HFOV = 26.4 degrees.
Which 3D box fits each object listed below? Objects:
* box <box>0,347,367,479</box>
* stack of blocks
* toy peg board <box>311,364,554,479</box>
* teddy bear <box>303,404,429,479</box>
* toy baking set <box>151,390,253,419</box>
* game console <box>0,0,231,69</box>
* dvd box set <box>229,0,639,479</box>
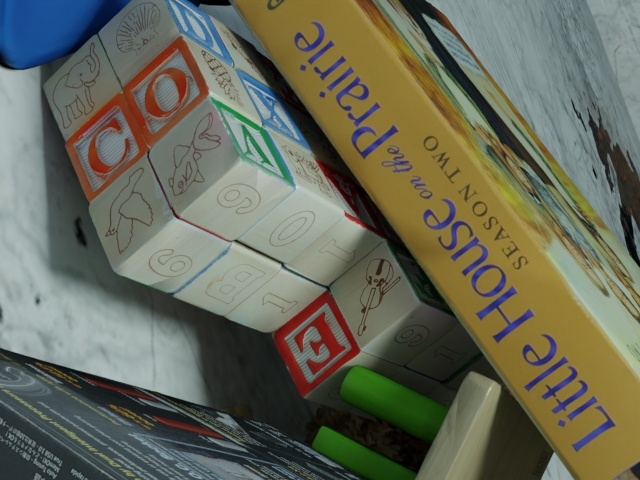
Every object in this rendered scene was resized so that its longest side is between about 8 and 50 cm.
[{"bbox_3d":[0.004,0.137,0.477,0.242,0.307,0.076,26,89,-53],"label":"box"},{"bbox_3d":[0.000,0.000,0.755,0.297,0.087,0.171,28,28,-51],"label":"stack of blocks"},{"bbox_3d":[0.042,0.147,0.718,0.161,0.079,0.160,-63,153,-7],"label":"toy peg board"},{"bbox_3d":[0.087,0.175,0.900,0.245,0.113,0.338,63,24,-16],"label":"teddy bear"},{"bbox_3d":[-0.051,0.190,0.678,0.197,0.030,0.256,34,37,-48],"label":"toy baking set"},{"bbox_3d":[-0.099,-0.272,0.702,0.250,0.173,0.293,-120,-144,-46],"label":"game console"},{"bbox_3d":[0.130,0.013,0.796,0.420,0.062,0.307,55,16,15],"label":"dvd box set"}]
